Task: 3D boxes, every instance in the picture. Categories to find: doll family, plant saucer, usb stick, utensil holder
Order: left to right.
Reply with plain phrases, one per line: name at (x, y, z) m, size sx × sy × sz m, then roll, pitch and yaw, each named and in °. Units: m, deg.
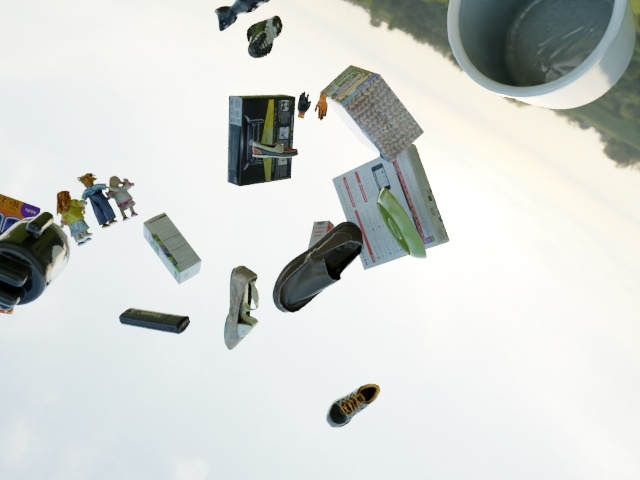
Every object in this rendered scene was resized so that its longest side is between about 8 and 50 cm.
doll family at (-0.662, -0.102, 1.780) m, size 0.163 × 0.263 × 0.118 m, roll 63°, pitch -173°, yaw 3°
usb stick at (-0.552, 0.264, 2.057) m, size 0.278 × 0.045 × 0.077 m, roll 4°, pitch -145°, yaw 30°
plant saucer at (0.225, -0.041, 1.778) m, size 0.241 × 0.037 × 0.241 m, roll 59°, pitch 178°, yaw 3°
utensil holder at (0.491, -0.448, 1.319) m, size 0.328 × 0.327 × 0.385 m, roll 37°, pitch -158°, yaw 24°

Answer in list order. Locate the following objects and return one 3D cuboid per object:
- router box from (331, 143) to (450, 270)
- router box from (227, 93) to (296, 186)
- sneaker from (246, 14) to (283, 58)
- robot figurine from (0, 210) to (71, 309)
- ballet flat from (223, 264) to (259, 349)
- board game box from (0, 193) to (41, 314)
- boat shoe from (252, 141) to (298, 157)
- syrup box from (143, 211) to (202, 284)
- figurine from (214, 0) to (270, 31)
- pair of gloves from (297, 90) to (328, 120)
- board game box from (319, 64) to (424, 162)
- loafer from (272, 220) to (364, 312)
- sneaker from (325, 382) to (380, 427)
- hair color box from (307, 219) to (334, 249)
router box at (0.224, -0.105, 2.024) m, size 0.082 × 0.301 × 0.335 m, roll -15°, pitch -95°, yaw -53°
router box at (-0.209, -0.359, 2.198) m, size 0.243 × 0.308 × 0.081 m, roll -13°, pitch -154°, yaw -43°
sneaker at (-0.208, -0.671, 2.070) m, size 0.106 × 0.078 × 0.234 m, roll -2°, pitch -137°, yaw 25°
robot figurine at (-0.720, 0.051, 1.512) m, size 0.278 × 0.209 × 0.173 m, roll -91°, pitch -24°, yaw -68°
ballet flat at (-0.264, 0.243, 2.118) m, size 0.106 × 0.316 × 0.107 m, roll 14°, pitch -160°, yaw 21°
board game box at (-1.160, 0.006, 1.890) m, size 0.357 × 0.356 × 0.356 m, roll 7°, pitch 169°, yaw 24°
boat shoe at (-0.131, -0.266, 1.815) m, size 0.137 × 0.043 × 0.049 m, roll 1°, pitch -161°, yaw -4°
syrup box at (-0.522, 0.026, 2.172) m, size 0.096 × 0.093 × 0.237 m, roll -31°, pitch -109°, yaw -30°
figurine at (-0.265, -0.770, 1.869) m, size 0.092 × 0.209 × 0.214 m, roll -10°, pitch -97°, yaw -49°
pair of gloves at (-0.021, -0.360, 1.663) m, size 0.083 × 0.074 × 0.010 m, roll 7°, pitch -171°, yaw 4°
board game box at (0.151, -0.398, 1.916) m, size 0.232 × 0.141 × 0.291 m, roll 46°, pitch -176°, yaw -25°
loafer at (-0.007, 0.091, 1.934) m, size 0.134 × 0.366 × 0.130 m, roll 41°, pitch -175°, yaw -24°
sneaker at (0.107, 0.523, 2.001) m, size 0.215 × 0.083 × 0.084 m, roll -33°, pitch -103°, yaw -26°
hair color box at (0.000, 0.000, 2.215) m, size 0.072 × 0.141 × 0.043 m, roll -2°, pitch 154°, yaw 33°
